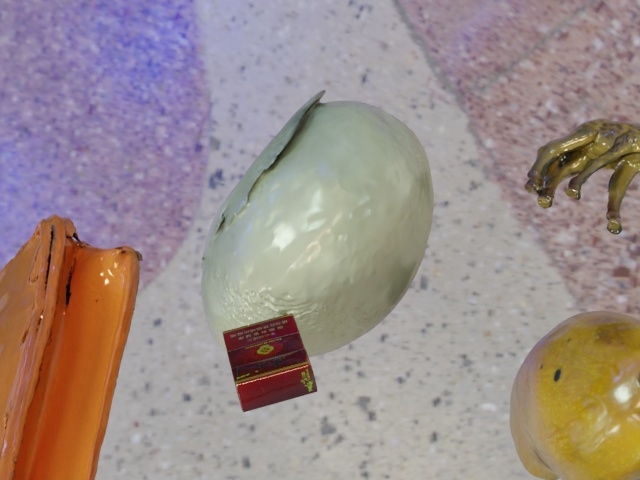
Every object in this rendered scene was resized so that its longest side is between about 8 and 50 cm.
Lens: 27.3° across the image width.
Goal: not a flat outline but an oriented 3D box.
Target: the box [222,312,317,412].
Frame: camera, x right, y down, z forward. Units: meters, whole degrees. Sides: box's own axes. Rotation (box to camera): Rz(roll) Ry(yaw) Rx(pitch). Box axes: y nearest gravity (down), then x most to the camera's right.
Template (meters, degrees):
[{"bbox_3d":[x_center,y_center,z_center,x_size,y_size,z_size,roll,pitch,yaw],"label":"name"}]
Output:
[{"bbox_3d":[-0.035,0.080,0.879,0.051,0.082,0.023,-16,113,-4],"label":"box"}]

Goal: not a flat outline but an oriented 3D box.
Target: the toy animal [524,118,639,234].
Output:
[{"bbox_3d":[0.345,-0.092,1.392,0.149,0.275,0.054,51,156,47],"label":"toy animal"}]

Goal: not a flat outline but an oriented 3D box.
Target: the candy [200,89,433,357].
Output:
[{"bbox_3d":[0.000,0.000,1.231,0.185,0.295,0.295,32,104,2],"label":"candy"}]

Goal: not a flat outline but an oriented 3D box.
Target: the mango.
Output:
[{"bbox_3d":[0.279,0.167,1.364,0.144,0.359,0.187,6,84,-8],"label":"mango"}]

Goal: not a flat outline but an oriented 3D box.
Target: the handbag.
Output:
[{"bbox_3d":[-0.324,0.197,1.384,0.303,0.116,0.410,-37,38,46],"label":"handbag"}]
